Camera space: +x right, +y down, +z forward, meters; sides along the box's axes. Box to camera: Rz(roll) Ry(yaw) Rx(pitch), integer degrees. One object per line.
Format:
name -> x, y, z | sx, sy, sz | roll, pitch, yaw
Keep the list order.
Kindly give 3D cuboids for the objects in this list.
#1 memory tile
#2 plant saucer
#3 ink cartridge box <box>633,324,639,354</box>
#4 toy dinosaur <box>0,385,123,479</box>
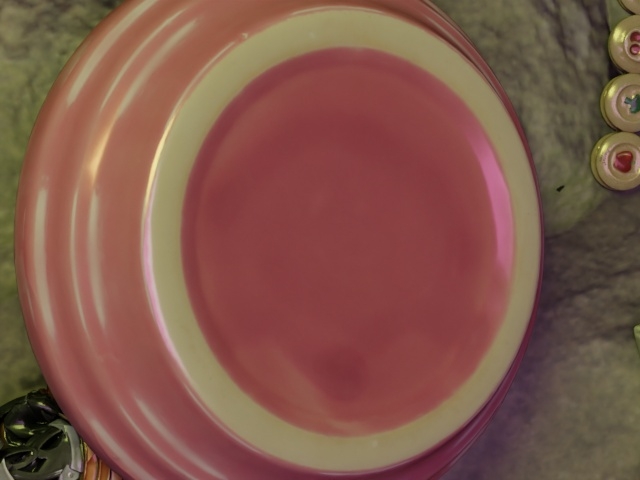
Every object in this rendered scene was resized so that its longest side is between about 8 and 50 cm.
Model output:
memory tile -> 0.231, -0.100, 1.062 | 0.113, 0.012, 0.148 | 6, 94, -12
plant saucer -> 0.000, 0.000, 0.938 | 0.332, 0.084, 0.332 | 0, 89, -31
ink cartridge box -> 0.340, 0.103, 1.058 | 0.237, 0.100, 0.172 | -17, 98, -8
toy dinosaur -> -0.183, 0.131, 0.957 | 0.218, 0.164, 0.322 | 15, 74, -27
